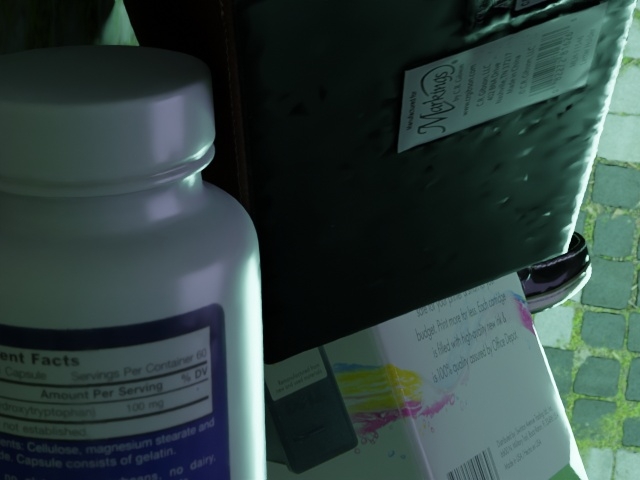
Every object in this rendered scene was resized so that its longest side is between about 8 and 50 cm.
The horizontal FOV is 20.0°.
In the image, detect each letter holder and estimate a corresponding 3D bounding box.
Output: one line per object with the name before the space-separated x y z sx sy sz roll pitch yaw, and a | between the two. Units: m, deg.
letter holder | 0.003 -0.121 0.711 0.302 0.152 0.214 89 -22 -65

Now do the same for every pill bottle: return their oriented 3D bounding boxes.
pill bottle | -0.075 0.033 0.616 0.112 0.112 0.186 -70 160 -70

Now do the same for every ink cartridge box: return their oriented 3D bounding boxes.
ink cartridge box | 0.022 0.048 0.972 0.207 0.119 0.353 -16 87 -63

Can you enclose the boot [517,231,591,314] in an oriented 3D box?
boot | 0.106 -0.032 1.333 0.085 0.236 0.178 22 -62 54
